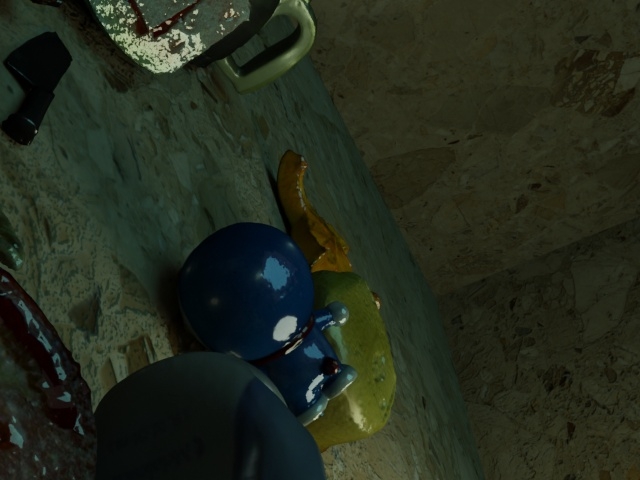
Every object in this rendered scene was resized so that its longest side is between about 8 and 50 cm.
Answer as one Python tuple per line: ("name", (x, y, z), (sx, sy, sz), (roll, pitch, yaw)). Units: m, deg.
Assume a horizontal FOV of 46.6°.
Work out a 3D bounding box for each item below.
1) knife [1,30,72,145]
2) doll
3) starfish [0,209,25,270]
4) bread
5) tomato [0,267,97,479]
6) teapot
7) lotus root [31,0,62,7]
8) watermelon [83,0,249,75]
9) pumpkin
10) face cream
("knife", (-0.290, -0.171, 0.758), (0.060, 0.028, 0.230), (45, 20, -29))
("doll", (-0.064, 0.100, 0.889), (0.215, 0.161, 0.257), (-40, 111, -40))
("starfish", (-0.261, -0.048, 0.382), (0.235, 0.062, 0.277), (38, 19, 13))
("bread", (0.008, 0.170, 1.089), (0.270, 0.148, 0.270), (50, 31, -46))
("tomato", (-0.222, 0.102, 0.389), (0.225, 0.085, 0.225), (56, 20, -32))
("teapot", (-0.148, -0.412, 1.277), (0.239, 0.239, 0.322), (-78, 144, -67))
("lotus root", (-0.320, -0.323, 0.754), (0.108, 0.094, 0.191), (-33, 108, -56))
("watermelon", (-0.219, -0.372, 1.000), (0.213, 0.201, 0.262), (67, 5, -45))
("pumpkin", (0.004, -0.003, 1.510), (0.258, 0.095, 0.290), (46, 20, -48))
("face cream", (-0.088, 0.220, 0.419), (0.137, 0.234, 0.420), (59, 13, -28))
